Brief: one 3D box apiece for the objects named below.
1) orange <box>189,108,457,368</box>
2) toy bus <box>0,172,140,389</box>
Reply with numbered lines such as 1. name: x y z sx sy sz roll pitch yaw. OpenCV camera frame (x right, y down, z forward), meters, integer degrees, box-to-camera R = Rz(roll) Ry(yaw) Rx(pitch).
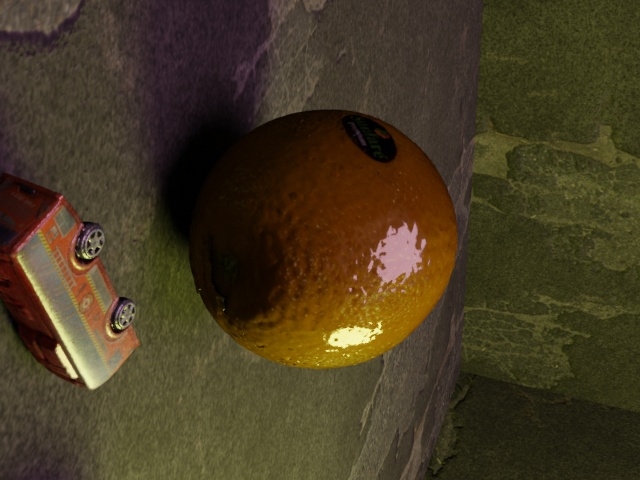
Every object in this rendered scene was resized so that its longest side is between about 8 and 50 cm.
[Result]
1. orange: 0.000 0.000 0.958 0.274 0.274 0.274 11 90 -73
2. toy bus: -0.194 0.036 0.706 0.077 0.065 0.192 -54 152 -31
